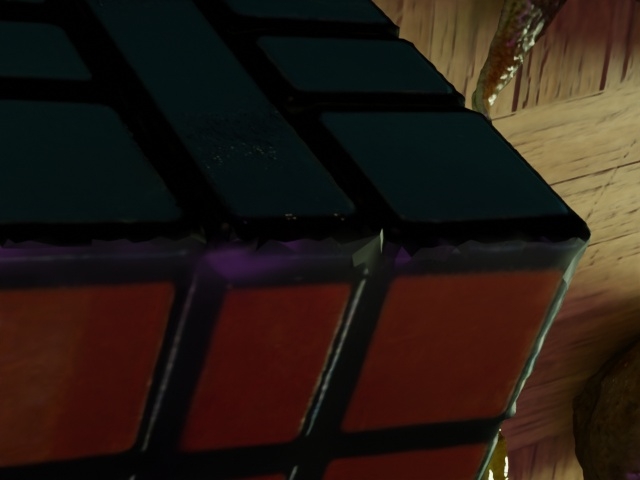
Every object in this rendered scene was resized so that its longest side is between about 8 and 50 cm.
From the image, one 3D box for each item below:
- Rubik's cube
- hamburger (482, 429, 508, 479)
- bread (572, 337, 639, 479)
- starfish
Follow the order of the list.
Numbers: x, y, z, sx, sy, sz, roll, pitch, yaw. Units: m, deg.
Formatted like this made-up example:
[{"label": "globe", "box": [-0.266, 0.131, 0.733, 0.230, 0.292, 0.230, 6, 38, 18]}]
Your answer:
[{"label": "Rubik's cube", "box": [-0.098, 0.031, 0.654, 0.283, 0.288, 0.293, 0, 123, -32]}, {"label": "hamburger", "box": [0.016, 0.130, 0.873, 0.122, 0.215, 0.189, 4, 153, -28]}, {"label": "bread", "box": [0.301, 0.147, 1.086, 0.230, 0.123, 0.230, -9, 123, -14]}, {"label": "starfish", "box": [0.142, -0.156, 0.794, 0.247, 0.050, 0.138, -25, 131, -28]}]
